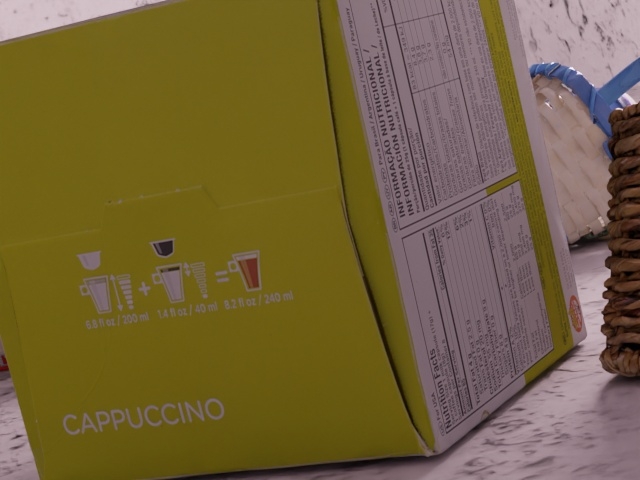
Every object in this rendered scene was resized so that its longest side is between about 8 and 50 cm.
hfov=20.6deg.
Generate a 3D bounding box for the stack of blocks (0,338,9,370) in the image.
[{"bbox_3d":[-0.332,0.053,1.940,0.087,0.171,0.297,-10,8,16],"label":"stack of blocks"}]

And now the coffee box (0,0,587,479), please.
[{"bbox_3d":[-0.034,-0.027,1.342,0.338,0.338,0.334,-9,8,28],"label":"coffee box"}]

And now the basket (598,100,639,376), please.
[{"bbox_3d":[0.375,0.017,1.294,0.299,0.223,0.213,-9,-25,30],"label":"basket"}]

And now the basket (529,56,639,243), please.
[{"bbox_3d":[0.307,-0.120,1.976,0.289,0.201,0.255,-41,9,-1],"label":"basket"}]

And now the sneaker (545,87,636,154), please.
[{"bbox_3d":[0.227,-0.112,2.178,0.323,0.130,0.236,-24,-17,17],"label":"sneaker"}]
